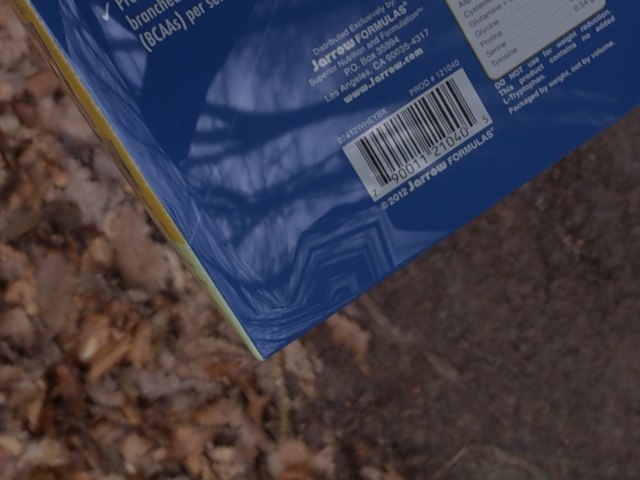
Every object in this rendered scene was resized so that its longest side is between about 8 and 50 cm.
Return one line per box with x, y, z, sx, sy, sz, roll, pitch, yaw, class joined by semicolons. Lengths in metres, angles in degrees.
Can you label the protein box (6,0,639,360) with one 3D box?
-0.007;-0.104;0.532;0.201;0.200;0.136;58;173;-16;protein box
